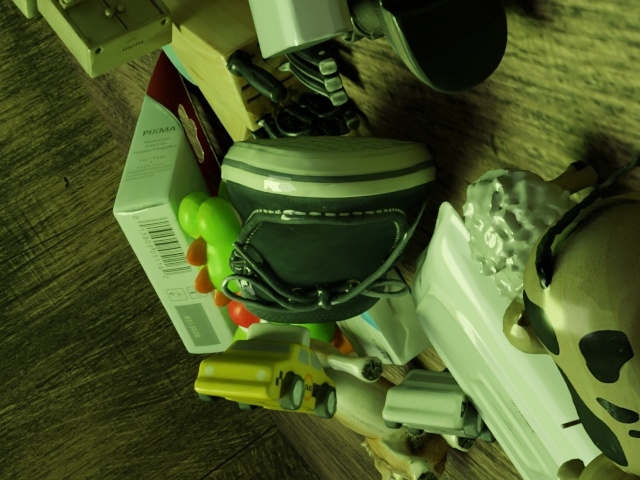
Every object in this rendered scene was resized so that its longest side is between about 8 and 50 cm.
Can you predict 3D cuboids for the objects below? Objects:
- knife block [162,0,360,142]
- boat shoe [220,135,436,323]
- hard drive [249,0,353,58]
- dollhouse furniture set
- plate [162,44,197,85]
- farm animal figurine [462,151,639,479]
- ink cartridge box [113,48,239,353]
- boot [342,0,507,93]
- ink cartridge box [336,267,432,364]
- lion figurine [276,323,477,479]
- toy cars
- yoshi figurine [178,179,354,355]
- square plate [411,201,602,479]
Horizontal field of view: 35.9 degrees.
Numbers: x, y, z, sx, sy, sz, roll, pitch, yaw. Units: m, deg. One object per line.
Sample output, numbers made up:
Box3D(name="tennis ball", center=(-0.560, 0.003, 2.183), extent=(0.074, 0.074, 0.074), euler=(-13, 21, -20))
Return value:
Box3D(name="knife block", center=(-0.073, -0.198, 1.007), extent=(0.275, 0.088, 0.242), euler=(57, 166, 4))
Box3D(name="boat shoe", center=(0.000, 0.000, 0.931), extent=(0.500, 0.187, 0.156), euler=(128, 142, -81))
Box3D(name="hard drive", center=(-0.048, -0.271, 0.606), extent=(0.203, 0.040, 0.307), euler=(-133, 28, -79))
Box3D(name="dollhouse furniture set", center=(-0.223, -0.304, 0.936), extent=(0.161, 0.212, 0.242), euler=(50, 154, 20))
Box3D(name="plate", center=(-0.211, -0.305, 1.389), extent=(0.188, 0.024, 0.188), euler=(53, 167, 18))
Box3D(name="farm animal figurine", center=(0.205, 0.108, 0.531), extent=(0.327, 0.172, 0.330), euler=(59, 167, -9))
Box3D(name="ink cartridge box", center=(-0.183, -0.072, 1.499), extent=(0.385, 0.091, 0.308), euler=(-84, -19, -44))
Box3D(name="boot", center=(0.018, -0.223, 0.636), extent=(0.229, 0.091, 0.263), euler=(-129, 19, -56))
Box3D(name="ink cartridge box", center=(0.070, 0.095, 1.229), extent=(0.104, 0.060, 0.180), euler=(57, 167, -3))
Box3D(name="lion figurine", center=(0.043, 0.207, 1.276), extent=(0.392, 0.142, 0.240), euler=(44, 170, -21))
Box3D(name="toy cars", center=(0.045, 0.149, 1.034), extent=(0.176, 0.394, 0.087), euler=(-15, 65, 61))
Box3D(name="yoshi figurine", center=(-0.054, 0.019, 1.370), extent=(0.362, 0.203, 0.203), euler=(54, -152, -48))
Box3D(name="square plate", center=(0.180, 0.147, 0.868), extent=(0.347, 0.049, 0.344), euler=(56, 177, 9))
